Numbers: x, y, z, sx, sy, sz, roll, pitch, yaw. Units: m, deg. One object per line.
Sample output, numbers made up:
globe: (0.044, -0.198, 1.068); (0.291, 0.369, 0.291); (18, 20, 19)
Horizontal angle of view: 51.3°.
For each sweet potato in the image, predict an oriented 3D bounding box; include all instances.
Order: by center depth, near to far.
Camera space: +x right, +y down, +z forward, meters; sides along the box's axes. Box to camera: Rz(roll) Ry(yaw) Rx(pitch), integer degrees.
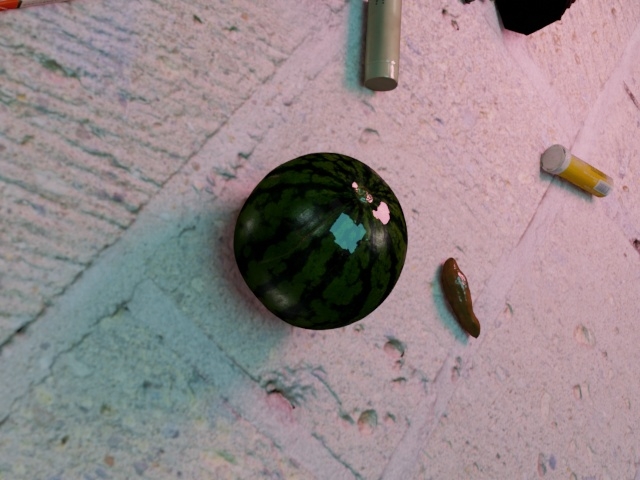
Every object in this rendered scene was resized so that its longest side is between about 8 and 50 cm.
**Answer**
sweet potato: (0.295, 0.126, 1.395); (0.053, 0.054, 0.182); (-23, 97, -26)

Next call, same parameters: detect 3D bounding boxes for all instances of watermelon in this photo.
watermelon: (0.000, 0.000, 1.087); (0.285, 0.285, 0.285); (7, 78, -33)

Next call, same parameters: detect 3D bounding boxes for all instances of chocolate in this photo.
chocolate: (0.561, -0.626, 1.633); (0.177, 0.206, 0.224); (-12, 83, -46)

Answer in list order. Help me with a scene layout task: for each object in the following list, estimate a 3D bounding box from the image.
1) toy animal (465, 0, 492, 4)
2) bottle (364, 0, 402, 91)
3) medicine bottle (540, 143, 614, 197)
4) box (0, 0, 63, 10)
toy animal: (0.345, -0.642, 1.551); (0.225, 0.094, 0.121); (32, 56, -25)
bottle: (0.129, -0.412, 1.367); (0.072, 0.072, 0.201); (12, 74, -32)
medicine bottle: (0.654, -0.171, 1.685); (0.218, 0.074, 0.073); (21, 70, -32)
box: (-0.432, -0.428, 1.007); (0.245, 0.035, 0.139); (-27, 97, -35)
